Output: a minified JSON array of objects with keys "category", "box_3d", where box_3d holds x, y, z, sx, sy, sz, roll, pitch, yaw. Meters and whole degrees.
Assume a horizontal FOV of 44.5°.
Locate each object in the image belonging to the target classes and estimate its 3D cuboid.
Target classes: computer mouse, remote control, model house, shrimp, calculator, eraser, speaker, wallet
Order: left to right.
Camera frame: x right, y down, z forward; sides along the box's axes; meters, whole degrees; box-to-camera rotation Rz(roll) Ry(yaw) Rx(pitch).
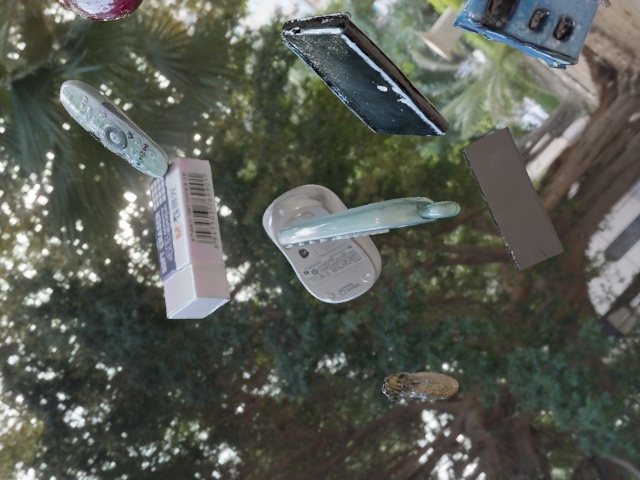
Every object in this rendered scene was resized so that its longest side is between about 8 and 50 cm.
[{"category":"remote control","box_3d":[-0.389,-0.213,1.487,0.256,0.097,0.045,42,-132,0]},{"category":"eraser","box_3d":[-0.252,-0.004,1.497,0.086,0.130,0.287,3,-114,-35]},{"category":"computer mouse","box_3d":[0.000,0.000,1.672,0.297,0.184,0.121,47,-162,-31]},{"category":"wallet","box_3d":[0.077,-0.272,1.327,0.173,0.045,0.318,8,161,45]},{"category":"calculator","box_3d":[0.071,-0.029,1.184,0.184,0.295,0.042,-8,-93,-59]},{"category":"shrimp","box_3d":[0.156,0.256,1.359,0.223,0.126,0.047,20,-119,-52]},{"category":"speaker","box_3d":[0.308,-0.066,1.255,0.218,0.082,0.044,65,-172,1]},{"category":"model house","box_3d":[0.415,-0.491,1.456,0.237,0.303,0.215,22,-173,-1]}]

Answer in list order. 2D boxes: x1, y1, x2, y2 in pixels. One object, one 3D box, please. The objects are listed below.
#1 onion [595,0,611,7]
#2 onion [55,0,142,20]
[{"category":"onion","box_3d":[0.337,-0.515,1.211,0.349,0.159,0.267,31,-149,5]},{"category":"onion","box_3d":[-0.316,-0.398,1.002,0.248,0.161,0.248,44,161,19]}]
